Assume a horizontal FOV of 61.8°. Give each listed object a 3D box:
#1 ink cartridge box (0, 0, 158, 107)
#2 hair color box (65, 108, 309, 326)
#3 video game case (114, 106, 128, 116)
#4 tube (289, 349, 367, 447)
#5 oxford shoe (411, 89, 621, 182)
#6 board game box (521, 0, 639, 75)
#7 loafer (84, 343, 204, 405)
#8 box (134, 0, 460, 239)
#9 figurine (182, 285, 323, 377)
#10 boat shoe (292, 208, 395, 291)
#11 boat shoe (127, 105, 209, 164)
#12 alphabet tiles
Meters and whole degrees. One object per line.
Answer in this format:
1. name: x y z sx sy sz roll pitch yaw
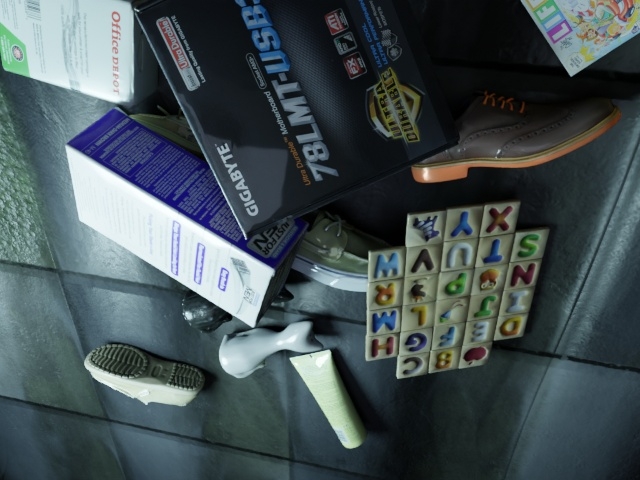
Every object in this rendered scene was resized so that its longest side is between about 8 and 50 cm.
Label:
1. ink cartridge box: -0.342 -0.298 0.763 0.208 0.087 0.153 18 126 3
2. hair color box: -0.202 -0.029 0.806 0.339 0.110 0.185 32 144 5
3. video game case: -0.341 -0.156 0.908 0.087 0.011 0.122 43 124 -15
4. tube: 0.028 0.329 1.121 0.070 0.062 0.240 -33 112 -16
5. oxford shoe: 0.241 -0.152 0.704 0.271 0.097 0.098 -12 114 22
6. board game box: 0.304 -0.289 0.632 0.103 0.026 0.154 -33 110 32
7. loafer: -0.395 0.312 1.191 0.268 0.102 0.092 16 121 3
8. box: -0.021 -0.194 0.650 0.293 0.073 0.295 -24 102 -1
9. figurine: -0.120 0.156 1.023 0.209 0.092 0.215 -18 118 21
10. boat shoe: 0.000 0.000 0.865 0.302 0.109 0.094 15 129 8
11. boat shoe: -0.178 -0.140 0.840 0.285 0.089 0.104 21 148 4
12. alphabet tiles: 0.214 0.092 0.863 0.285 0.011 0.342 -7 125 -8
